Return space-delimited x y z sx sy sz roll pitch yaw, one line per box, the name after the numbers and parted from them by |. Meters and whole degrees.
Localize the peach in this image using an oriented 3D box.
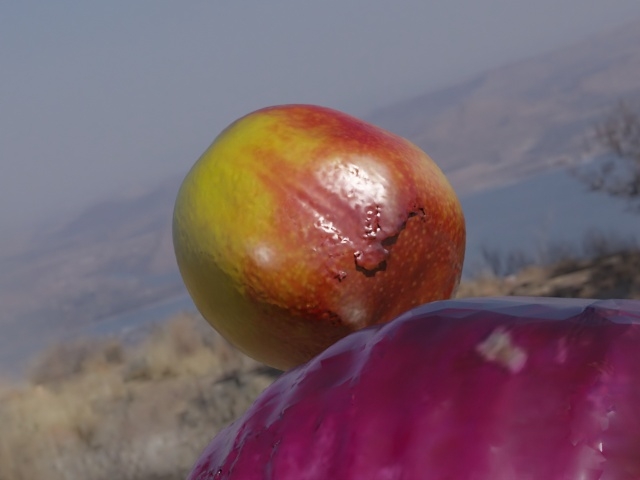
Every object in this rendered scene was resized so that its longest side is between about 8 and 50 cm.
0.000 0.000 1.232 0.231 0.231 0.231 -17 5 1 | peach

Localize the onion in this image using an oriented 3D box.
0.081 0.130 0.434 0.256 0.230 0.272 -3 3 -2 | onion
